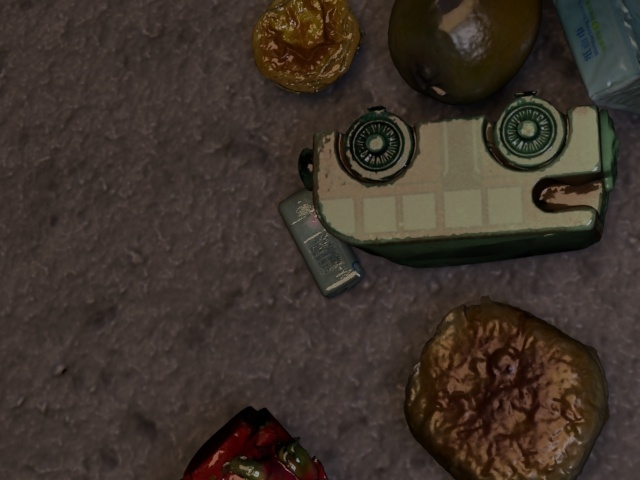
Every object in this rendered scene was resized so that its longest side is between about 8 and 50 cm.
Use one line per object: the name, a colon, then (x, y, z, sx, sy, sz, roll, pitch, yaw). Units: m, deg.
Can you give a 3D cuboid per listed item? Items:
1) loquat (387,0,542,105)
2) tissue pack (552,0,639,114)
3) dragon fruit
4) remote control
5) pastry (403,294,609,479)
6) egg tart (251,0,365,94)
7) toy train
loquat: (0.152, -0.232, 1.392, 0.152, 0.152, 0.195, 26, 76, 21)
tissue pack: (0.298, -0.252, 1.336, 0.089, 0.177, 0.263, -32, 65, 37)
dragon fruit: (-0.047, 0.261, 1.309, 0.172, 0.166, 0.160, 45, 48, -7)
remote control: (0.000, 0.000, 1.438, 0.053, 0.018, 0.124, -32, 69, 8)
pastry: (0.178, 0.159, 1.301, 0.192, 0.093, 0.182, 30, 86, 26)
egg tart: (-0.010, -0.218, 1.482, 0.130, 0.052, 0.130, -5, 73, 17)
toy train: (0.137, -0.057, 1.357, 0.326, 0.129, 0.159, -4, 80, 15)
